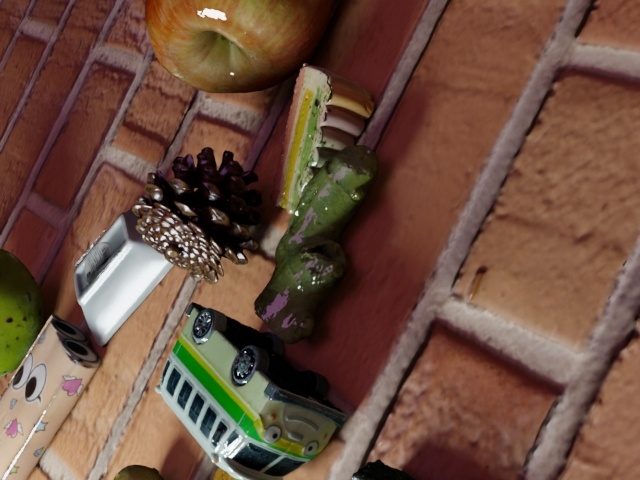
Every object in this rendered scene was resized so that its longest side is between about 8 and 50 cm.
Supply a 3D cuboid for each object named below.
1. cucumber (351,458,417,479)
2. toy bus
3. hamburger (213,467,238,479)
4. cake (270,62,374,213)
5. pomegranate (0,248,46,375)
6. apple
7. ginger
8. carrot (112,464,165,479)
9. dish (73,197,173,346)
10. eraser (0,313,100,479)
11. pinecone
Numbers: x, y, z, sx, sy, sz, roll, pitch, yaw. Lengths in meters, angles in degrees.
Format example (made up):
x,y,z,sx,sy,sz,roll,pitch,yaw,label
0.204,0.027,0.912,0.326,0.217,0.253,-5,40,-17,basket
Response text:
x,y,z,sx,sy,sz,roll,pitch,yaw,label
0.108,0.297,1.232,0.187,0.058,0.058,18,83,53,cucumber
-0.102,0.209,1.479,0.164,0.134,0.276,-60,35,4,toy bus
-0.111,0.332,1.490,0.083,0.044,0.076,1,69,54,hamburger
0.002,-0.141,1.642,0.109,0.090,0.225,37,118,51,cake
-0.641,0.140,2.058,0.260,0.260,0.341,-64,10,0,pomegranate
-0.123,-0.388,1.745,0.301,0.302,0.301,-29,49,38,apple
-0.001,0.005,1.523,0.137,0.089,0.289,-14,52,68,ginger
-0.196,0.395,1.542,0.298,0.078,0.078,23,87,49,carrot
-0.356,0.039,1.938,0.243,0.080,0.182,-48,39,22,dish
-0.505,0.294,1.958,0.290,0.087,0.171,-57,35,9,eraser
-0.175,-0.045,1.689,0.208,0.208,0.207,-29,49,38,pinecone
